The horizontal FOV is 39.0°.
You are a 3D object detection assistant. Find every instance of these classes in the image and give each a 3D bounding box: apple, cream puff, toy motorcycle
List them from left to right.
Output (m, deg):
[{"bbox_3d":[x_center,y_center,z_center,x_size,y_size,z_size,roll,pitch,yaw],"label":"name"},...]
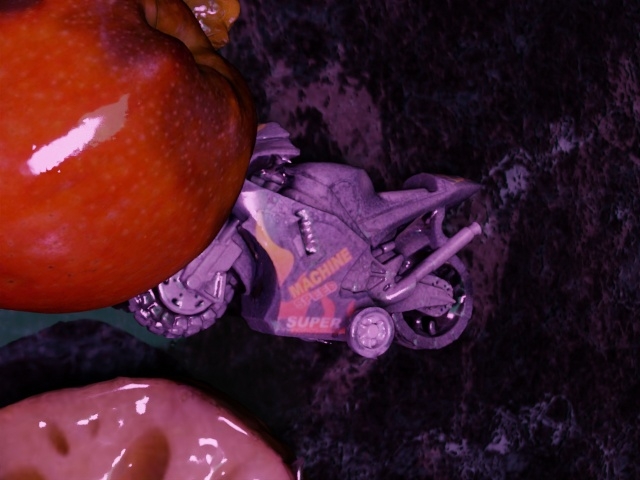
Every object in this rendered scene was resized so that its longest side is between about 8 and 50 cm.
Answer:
[{"bbox_3d":[-0.151,-0.067,0.547,0.230,0.230,0.229,-3,97,-27],"label":"apple"},{"bbox_3d":[-0.100,-0.162,0.669,0.058,0.083,0.083,58,49,-62],"label":"cream puff"},{"bbox_3d":[0.000,0.000,0.709,0.307,0.108,0.173,6,87,-30],"label":"toy motorcycle"}]

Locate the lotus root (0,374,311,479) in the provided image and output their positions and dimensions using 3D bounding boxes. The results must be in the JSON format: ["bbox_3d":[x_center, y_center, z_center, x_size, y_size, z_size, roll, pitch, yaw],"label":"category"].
[{"bbox_3d":[-0.151,0.283,0.586,0.375,0.111,0.390,-3,77,-2],"label":"lotus root"}]
